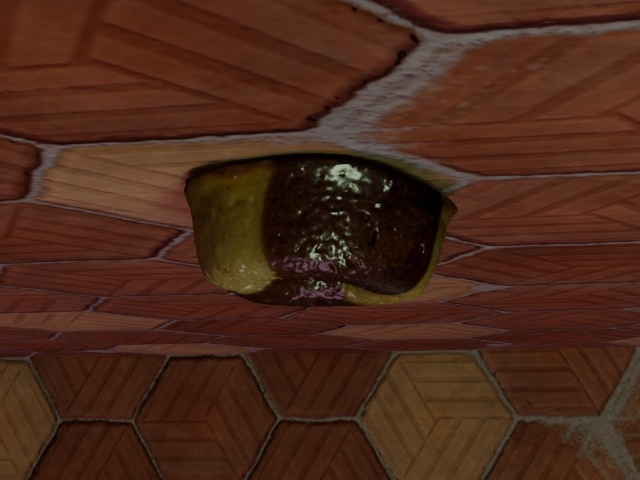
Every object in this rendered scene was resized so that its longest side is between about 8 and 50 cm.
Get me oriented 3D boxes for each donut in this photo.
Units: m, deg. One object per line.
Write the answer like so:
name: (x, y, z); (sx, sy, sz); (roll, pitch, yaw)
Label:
donut: (0.000, 0.000, 0.686); (0.166, 0.073, 0.184); (0, 169, 16)
